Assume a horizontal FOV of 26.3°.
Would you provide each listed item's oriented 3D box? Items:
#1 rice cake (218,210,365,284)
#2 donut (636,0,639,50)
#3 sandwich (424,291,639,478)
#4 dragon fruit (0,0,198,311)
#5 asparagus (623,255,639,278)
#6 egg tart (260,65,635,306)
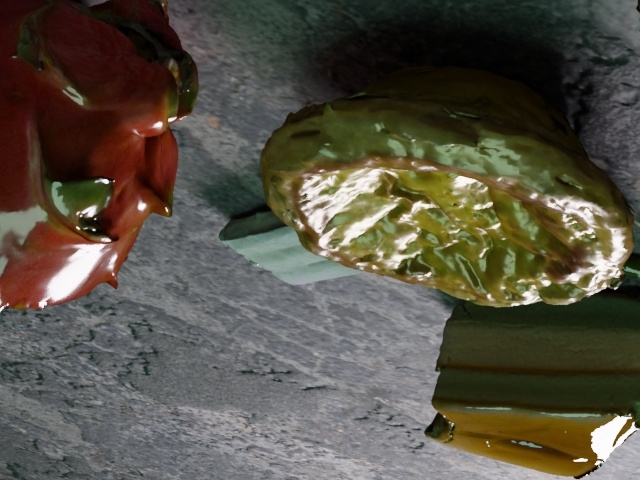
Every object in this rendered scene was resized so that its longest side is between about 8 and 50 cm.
[{"bbox_3d":[0.000,0.000,1.431,0.124,0.038,0.211,33,148,-31],"label":"rice cake"},{"bbox_3d":[0.265,-0.190,0.888,0.141,0.085,0.217,6,152,16],"label":"donut"},{"bbox_3d":[0.223,0.135,1.441,0.198,0.155,0.227,17,152,-4],"label":"sandwich"},{"bbox_3d":[-0.243,-0.110,1.130,0.305,0.305,0.226,24,123,-16],"label":"dragon fruit"},{"bbox_3d":[0.211,0.002,1.343,0.248,0.024,0.025,15,110,2],"label":"asparagus"},{"bbox_3d":[0.113,-0.051,1.182,0.341,0.129,0.341,11,154,6],"label":"egg tart"}]
